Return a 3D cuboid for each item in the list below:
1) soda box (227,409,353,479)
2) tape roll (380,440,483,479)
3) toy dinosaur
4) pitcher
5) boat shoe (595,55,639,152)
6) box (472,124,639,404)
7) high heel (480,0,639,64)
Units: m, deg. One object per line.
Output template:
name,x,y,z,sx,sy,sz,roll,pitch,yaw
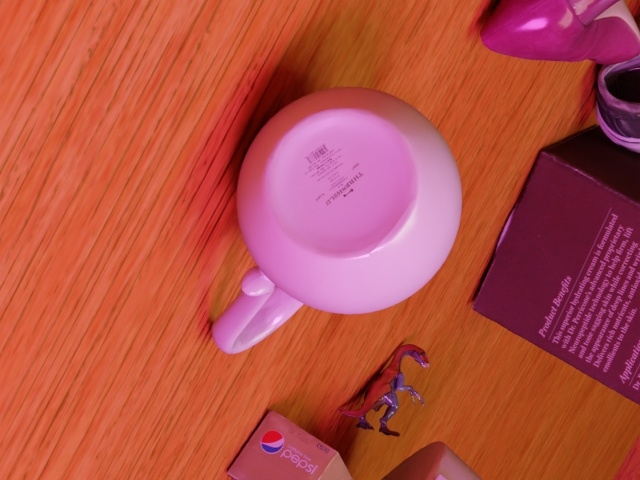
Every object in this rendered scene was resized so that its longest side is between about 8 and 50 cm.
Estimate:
soda box,-0.014,0.188,1.374,0.058,0.061,0.181,-55,161,-12
tape roll,0.038,0.295,1.456,0.286,0.100,0.286,-46,-179,1
toy dinosaur,0.060,0.119,1.501,0.090,0.047,0.082,44,59,-61
pitcher,0.000,0.000,1.060,0.178,0.125,0.207,-43,172,-2
boat shoe,0.403,-0.143,1.590,0.119,0.335,0.121,30,47,-72
box,0.281,0.022,1.659,0.167,0.203,0.168,-25,142,-60
high heel,0.176,-0.156,1.363,0.117,0.082,0.244,-28,177,4
